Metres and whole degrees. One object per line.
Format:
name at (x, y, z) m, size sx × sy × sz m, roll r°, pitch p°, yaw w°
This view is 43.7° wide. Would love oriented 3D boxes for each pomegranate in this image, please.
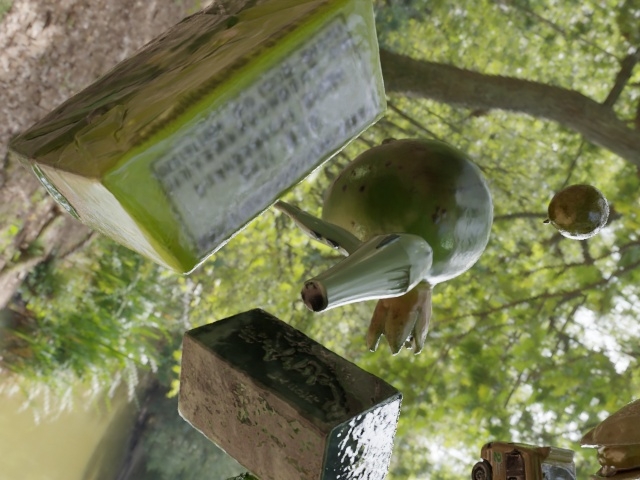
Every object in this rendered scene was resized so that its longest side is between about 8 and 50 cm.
pomegranate at (0.123, 0.007, 1.102) m, size 0.236 × 0.236 × 0.301 m, roll 152°, pitch -63°, yaw -87°

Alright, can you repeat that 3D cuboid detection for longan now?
longan at (0.314, -0.034, 0.989) m, size 0.083 × 0.075 × 0.075 m, roll -21°, pitch -147°, yaw 45°

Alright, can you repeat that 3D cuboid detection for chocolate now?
chocolate at (-0.118, -0.117, 0.785) m, size 0.301 × 0.137 × 0.289 m, roll -42°, pitch -150°, yaw -20°

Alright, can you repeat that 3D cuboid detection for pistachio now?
pistachio at (0.456, 0.264, 1.055) m, size 0.152 × 0.223 × 0.126 m, roll 90°, pitch -13°, yaw -82°

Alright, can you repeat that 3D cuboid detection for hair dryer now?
hair dryer at (-0.002, 0.008, 0.785) m, size 0.167 × 0.199 × 0.067 m, roll -32°, pitch 140°, yaw -57°

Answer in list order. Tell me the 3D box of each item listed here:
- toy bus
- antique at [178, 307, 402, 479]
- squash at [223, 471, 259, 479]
toy bus at (0.360, 0.487, 1.359) m, size 0.157 × 0.139 × 0.289 m, roll -29°, pitch -129°, yaw 50°
antique at (-0.035, 0.130, 0.649) m, size 0.088 × 0.183 × 0.086 m, roll -15°, pitch 122°, yaw -45°
squash at (-0.029, 0.430, 1.138) m, size 0.210 × 0.309 × 0.233 m, roll -29°, pitch -142°, yaw -13°
